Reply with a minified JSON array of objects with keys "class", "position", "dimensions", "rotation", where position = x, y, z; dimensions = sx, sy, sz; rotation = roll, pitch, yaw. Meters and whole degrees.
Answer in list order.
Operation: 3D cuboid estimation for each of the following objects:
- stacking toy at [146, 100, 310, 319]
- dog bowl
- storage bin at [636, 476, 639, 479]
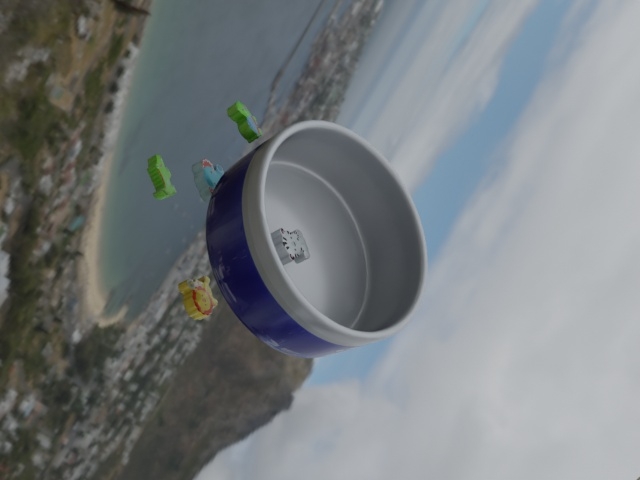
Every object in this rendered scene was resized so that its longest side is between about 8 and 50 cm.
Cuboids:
[{"class":"stacking toy","position":[-0.123,-0.036,1.023],"dimensions":[0.166,0.221,0.052],"rotation":[-27,167,28]},{"class":"dog bowl","position":[0.000,0.000,0.995],"dimensions":[0.104,0.265,0.265],"rotation":[-26,-154,42]},{"class":"storage bin","position":[0.491,0.377,0.910],"dimensions":[0.123,0.260,0.262],"rotation":[-67,-161,-5]}]
